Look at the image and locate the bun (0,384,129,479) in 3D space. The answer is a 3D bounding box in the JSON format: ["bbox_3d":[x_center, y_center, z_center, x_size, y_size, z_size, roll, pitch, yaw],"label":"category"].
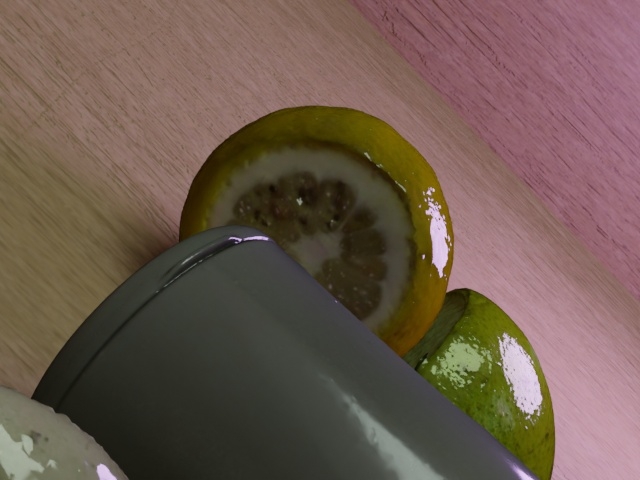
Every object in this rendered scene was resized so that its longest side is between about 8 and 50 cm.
[{"bbox_3d":[-0.175,0.132,0.478,0.231,0.231,0.133,38,60,-22],"label":"bun"}]

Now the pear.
[{"bbox_3d":[0.179,0.180,1.163,0.239,0.139,0.288,53,21,-7],"label":"pear"}]

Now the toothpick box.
[{"bbox_3d":[-0.006,0.165,0.643,0.316,0.229,0.229,41,18,18],"label":"toothpick box"}]

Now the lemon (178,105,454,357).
[{"bbox_3d":[0.000,0.000,0.991,0.240,0.240,0.219,47,9,0],"label":"lemon"}]
